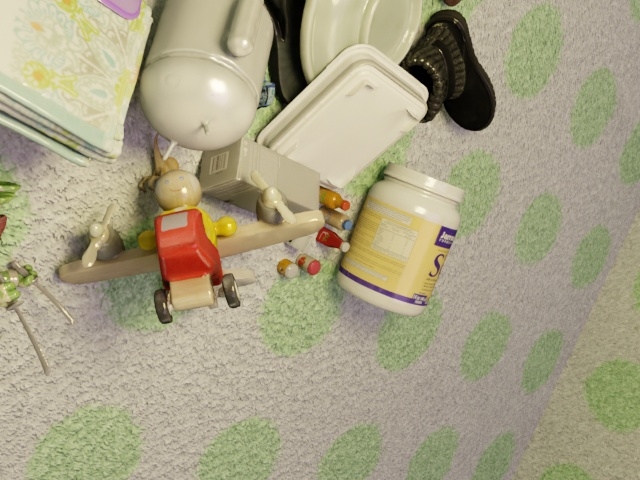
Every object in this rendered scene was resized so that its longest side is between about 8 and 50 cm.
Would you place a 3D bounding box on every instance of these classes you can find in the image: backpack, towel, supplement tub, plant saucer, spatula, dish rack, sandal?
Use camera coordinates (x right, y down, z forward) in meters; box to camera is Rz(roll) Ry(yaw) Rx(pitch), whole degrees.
[{"bbox_3d":[-0.145,-0.299,1.406,0.114,0.105,0.084,-23,125,-60],"label":"backpack"},{"bbox_3d":[-0.429,-0.318,1.051,0.374,0.090,0.321,33,52,-42],"label":"towel"},{"bbox_3d":[0.202,-0.005,1.768,0.241,0.241,0.331,14,101,-45],"label":"supplement tub"},{"bbox_3d":[0.116,-0.465,1.495,0.400,0.100,0.401,-39,144,-37],"label":"plant saucer"},{"bbox_3d":[-0.295,-0.499,1.170,0.084,0.030,0.297,29,71,-45],"label":"spatula"},{"bbox_3d":[0.059,-0.239,1.534,0.333,0.072,0.285,-39,143,25],"label":"dish rack"},{"bbox_3d":[-0.047,-0.475,1.411,0.167,0.107,0.446,-35,129,-26],"label":"sandal"}]

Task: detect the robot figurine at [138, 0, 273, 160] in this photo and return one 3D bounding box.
[{"bbox_3d":[-0.194,-0.302,1.231,0.199,0.300,0.354,23,59,-25],"label":"robot figurine"}]

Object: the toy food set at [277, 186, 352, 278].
[{"bbox_3d":[0.000,0.000,1.685,0.111,0.104,0.232,29,90,-46],"label":"toy food set"}]

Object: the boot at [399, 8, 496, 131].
[{"bbox_3d":[0.302,-0.349,1.715,0.348,0.131,0.260,57,42,-32],"label":"boot"}]

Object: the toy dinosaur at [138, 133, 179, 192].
[{"bbox_3d":[-0.311,-0.132,1.392,0.093,0.053,0.183,-56,145,-27],"label":"toy dinosaur"}]

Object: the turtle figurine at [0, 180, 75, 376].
[{"bbox_3d":[-0.509,0.046,1.189,0.198,0.274,0.266,-37,137,-71],"label":"turtle figurine"}]

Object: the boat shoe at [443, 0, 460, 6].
[{"bbox_3d":[0.375,-0.713,1.684,0.342,0.123,0.123,-63,149,1],"label":"boat shoe"}]

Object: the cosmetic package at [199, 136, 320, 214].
[{"bbox_3d":[-0.121,-0.121,1.485,0.238,0.127,0.107,23,63,-43],"label":"cosmetic package"}]

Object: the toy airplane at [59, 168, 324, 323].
[{"bbox_3d":[-0.239,0.002,1.347,0.386,0.384,0.273,-11,87,-48],"label":"toy airplane"}]
